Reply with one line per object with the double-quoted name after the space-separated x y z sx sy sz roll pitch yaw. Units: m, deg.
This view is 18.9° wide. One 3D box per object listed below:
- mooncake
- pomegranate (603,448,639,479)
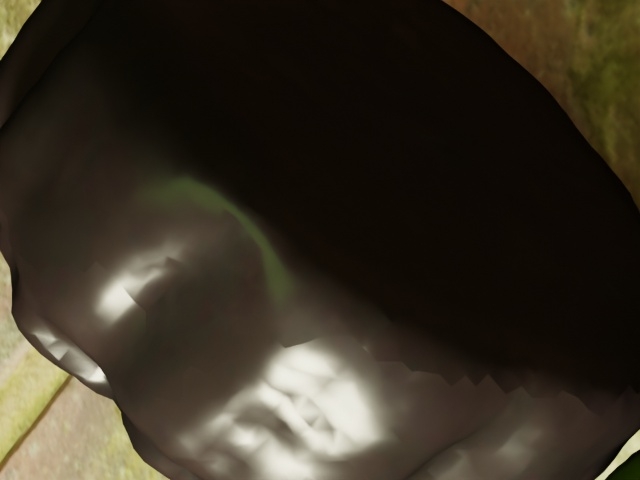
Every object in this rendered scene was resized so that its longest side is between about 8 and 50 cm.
0.000 0.000 0.750 0.141 0.283 0.283 -49 59 26 "mooncake"
0.145 0.135 0.705 0.122 0.143 0.169 33 132 0 "pomegranate"
